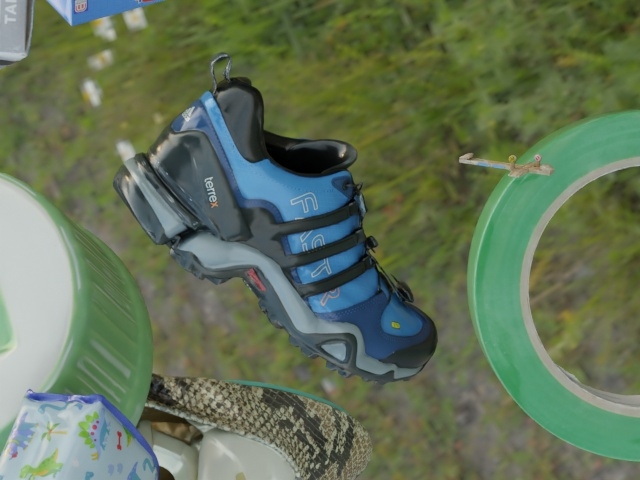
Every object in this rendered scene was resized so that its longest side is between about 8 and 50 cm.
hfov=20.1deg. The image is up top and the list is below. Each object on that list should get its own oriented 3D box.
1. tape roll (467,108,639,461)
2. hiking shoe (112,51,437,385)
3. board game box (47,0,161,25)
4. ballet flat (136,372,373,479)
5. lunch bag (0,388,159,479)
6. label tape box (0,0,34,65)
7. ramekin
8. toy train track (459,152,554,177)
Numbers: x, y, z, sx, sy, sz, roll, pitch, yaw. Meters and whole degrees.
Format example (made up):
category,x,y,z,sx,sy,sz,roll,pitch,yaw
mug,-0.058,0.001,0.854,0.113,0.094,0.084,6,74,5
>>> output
category,x,y,z,sx,sy,sz,roll,pitch,yaw
tape roll,0.297,0.039,1.663,0.077,0.321,0.321,-94,-20,-84
hiking shoe,0.000,0.000,1.288,0.132,0.304,0.113,-48,39,9
board game box,-0.201,-0.301,1.852,0.160,0.210,0.047,45,144,38
ballet flat,-0.177,0.195,1.648,0.482,0.182,0.164,18,121,-16
lunch bag,-0.184,0.203,1.373,0.096,0.129,0.151,2,147,32
label tape box,-0.336,-0.157,1.010,0.240,0.333,0.106,-165,78,-76
ramekin,-0.304,0.085,1.508,0.303,0.303,0.148,41,170,23
toy train track,0.156,-0.067,1.516,0.083,0.048,0.014,9,109,29
